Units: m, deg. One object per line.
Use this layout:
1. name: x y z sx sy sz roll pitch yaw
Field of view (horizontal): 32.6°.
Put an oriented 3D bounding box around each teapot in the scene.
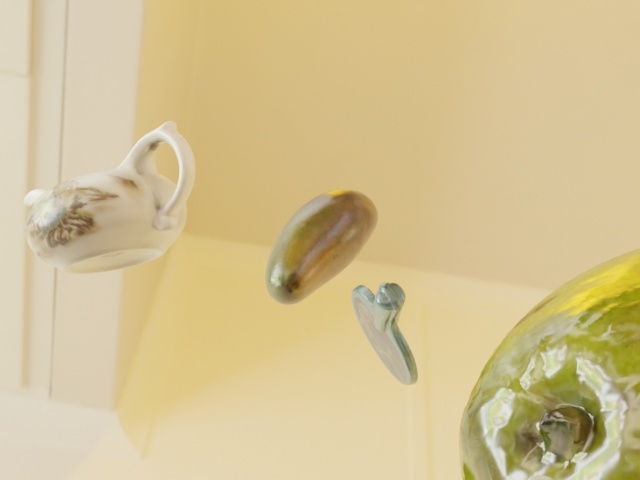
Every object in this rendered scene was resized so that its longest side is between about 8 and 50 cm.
1. teapot: -0.265 -0.040 1.391 0.298 0.139 0.204 -19 167 30

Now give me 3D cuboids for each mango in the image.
1. mango: 0.000 0.000 1.628 0.111 0.133 0.267 42 -135 5

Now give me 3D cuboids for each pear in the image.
1. pear: 0.174 0.103 0.493 0.269 0.212 0.212 28 -167 -44

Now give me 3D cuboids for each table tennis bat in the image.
1. table tennis bat: 0.085 0.112 1.422 0.038 0.237 0.149 -28 -109 -11
